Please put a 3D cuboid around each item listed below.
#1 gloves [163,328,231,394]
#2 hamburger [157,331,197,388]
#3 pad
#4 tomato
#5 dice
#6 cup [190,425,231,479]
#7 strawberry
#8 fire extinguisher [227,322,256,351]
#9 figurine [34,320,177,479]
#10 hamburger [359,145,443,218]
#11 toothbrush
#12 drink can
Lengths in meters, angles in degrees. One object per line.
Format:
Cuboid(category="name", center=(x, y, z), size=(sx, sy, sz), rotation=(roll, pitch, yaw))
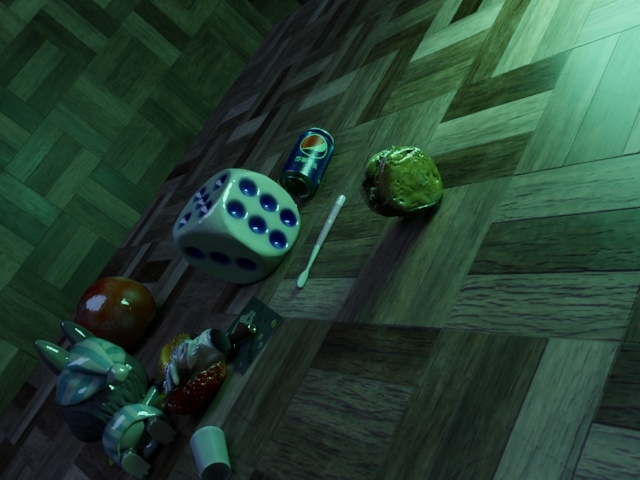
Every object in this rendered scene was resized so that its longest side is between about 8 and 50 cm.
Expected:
Cuboid(category="gloves", center=(-0.319, 0.306, 1.685), size=(0.229, 0.119, 0.097), rotation=(-44, 32, 15))
Cuboid(category="hamburger", center=(-0.384, 0.315, 1.821), size=(0.137, 0.087, 0.166), rotation=(-44, 24, 13))
Cuboid(category="pad", center=(-0.182, 0.231, 1.694), size=(0.170, 0.006, 0.245), rotation=(-53, 23, -7))
Cuboid(category="tomato", center=(-0.706, 0.249, 2.289), size=(0.265, 0.265, 0.265), rotation=(-39, 26, 24))
Cuboid(category="dice", center=(-0.231, -0.038, 1.854), size=(0.251, 0.259, 0.243), rotation=(-23, 38, 46))
Cuboid(category="cup", center=(-0.229, 0.458, 1.385), size=(0.104, 0.074, 0.116), rotation=(-70, 25, 15))
Cuboid(category="strawberry", center=(-0.290, 0.355, 1.612), size=(0.187, 0.082, 0.146), rotation=(-40, 1, 6))
Cuboid(category="fire extinguisher", center=(-0.224, 0.259, 1.688), size=(0.173, 0.035, 0.049), rotation=(-32, 68, 36))
Cuboid(category="figurine", center=(-0.586, 0.395, 1.712), size=(0.266, 0.377, 0.361), rotation=(-55, 23, -10))
Cuboid(category="hamburger", center=(0.174, -0.125, 1.416), size=(0.185, 0.159, 0.131), rotation=(-12, -1, -22))
Cuboid(category="toothbrush", center=(0.000, 0.000, 1.686), size=(0.025, 0.020, 0.286), rotation=(-23, 35, 57))
Cuboid(category="drink can", center=(-0.037, -0.227, 1.958), size=(0.118, 0.118, 0.205), rotation=(-23, 36, 47))
